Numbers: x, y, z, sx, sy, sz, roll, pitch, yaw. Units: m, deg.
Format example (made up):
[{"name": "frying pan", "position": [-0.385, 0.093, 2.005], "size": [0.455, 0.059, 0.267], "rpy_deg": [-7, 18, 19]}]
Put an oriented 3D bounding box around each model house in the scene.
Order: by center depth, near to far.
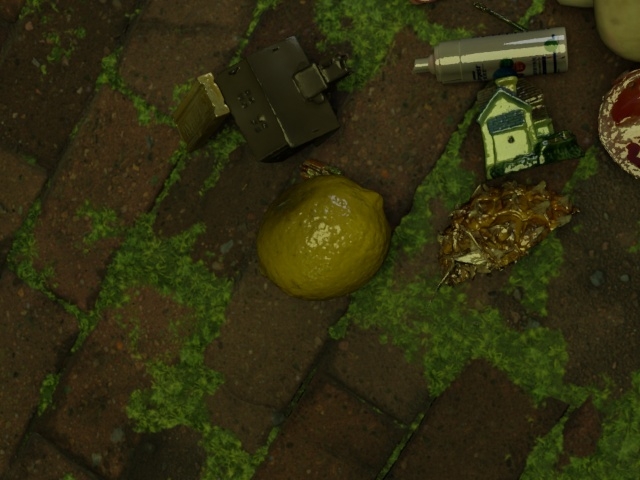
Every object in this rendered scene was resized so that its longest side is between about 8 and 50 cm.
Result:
[{"name": "model house", "position": [0.390, -0.225, 1.799], "size": [0.195, 0.214, 0.189], "rpy_deg": [-16, 90, 16]}, {"name": "model house", "position": [-0.036, -0.300, 1.889], "size": [0.243, 0.204, 0.211], "rpy_deg": [-28, 87, 23]}]

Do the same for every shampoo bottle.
[{"name": "shampoo bottle", "position": [0.338, -0.366, 1.860], "size": [0.303, 0.092, 0.092], "rpy_deg": [-4, 93, 12]}]

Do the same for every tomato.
[{"name": "tomato", "position": [0.643, -0.224, 1.792], "size": [0.199, 0.112, 0.228], "rpy_deg": [-17, 89, 22]}]

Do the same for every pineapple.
[{"name": "pineapple", "position": [0.337, -0.023, 1.841], "size": [0.334, 0.158, 0.161], "rpy_deg": [-27, 101, 19]}]

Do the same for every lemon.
[{"name": "lemon", "position": [0.000, 0.000, 1.889], "size": [0.310, 0.253, 0.254], "rpy_deg": [-31, 87, 18]}]

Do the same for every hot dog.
[{"name": "hot dog", "position": [0.014, -0.134, 1.979], "size": [0.133, 0.041, 0.056], "rpy_deg": [26, 100, 10]}]

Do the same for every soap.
[{"name": "soap", "position": [-0.256, -0.264, 1.947], "size": [0.037, 0.252, 0.092], "rpy_deg": [-24, 88, -24]}]

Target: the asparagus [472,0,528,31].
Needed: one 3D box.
[{"name": "asparagus", "position": [0.380, -0.445, 1.885], "size": [0.166, 0.013, 0.016], "rpy_deg": [33, 84, 8]}]

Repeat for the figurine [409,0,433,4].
[{"name": "figurine", "position": [0.195, -0.540, 1.859], "size": [0.114, 0.157, 0.126], "rpy_deg": [4, 101, 34]}]

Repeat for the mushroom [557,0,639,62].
[{"name": "mushroom", "position": [0.590, -0.486, 1.674], "size": [0.353, 0.353, 0.325], "rpy_deg": [-11, 53, 14]}]
